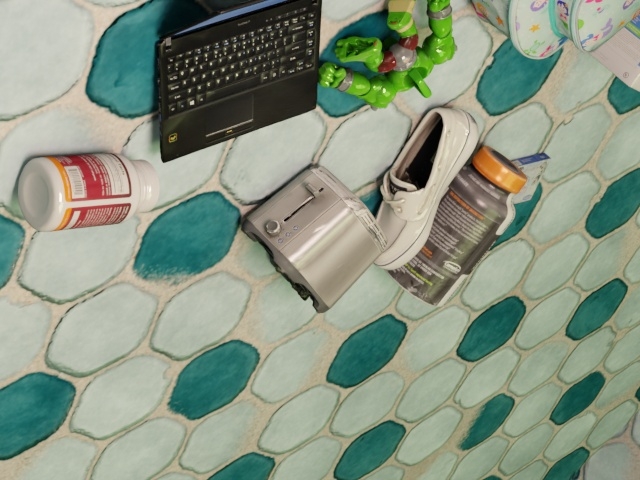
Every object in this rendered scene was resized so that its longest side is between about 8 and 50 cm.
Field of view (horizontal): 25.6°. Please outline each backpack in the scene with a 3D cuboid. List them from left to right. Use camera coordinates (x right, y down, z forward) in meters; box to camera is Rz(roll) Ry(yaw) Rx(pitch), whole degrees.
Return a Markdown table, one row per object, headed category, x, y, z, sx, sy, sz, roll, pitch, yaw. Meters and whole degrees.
| category | x | y | z | sx | sy | sz | roll | pitch | yaw |
| --- | --- | --- | --- | --- | --- | --- | --- | --- | --- |
| backpack | 0.325 | -0.360 | 1.846 | 0.253 | 0.191 | 0.225 | -33 | 151 | -8 |

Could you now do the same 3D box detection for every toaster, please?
| category | x | y | z | sx | sy | sz | roll | pitch | yaw |
| --- | --- | --- | --- | --- | --- | --- | --- | --- | --- |
| toaster | 0.000 | 0.000 | 1.967 | 0.146 | 0.129 | 0.227 | -43 | 148 | -4 |

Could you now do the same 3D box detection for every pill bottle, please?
| category | x | y | z | sx | sy | sz | roll | pitch | yaw |
| --- | --- | --- | --- | --- | --- | --- | --- | --- | --- |
| pill bottle | -0.266 | -0.058 | 1.634 | 0.152 | 0.086 | 0.086 | -7 | 134 | -44 |
| pill bottle | 0.211 | -0.027 | 2.168 | 0.246 | 0.130 | 0.130 | -52 | 148 | 17 |

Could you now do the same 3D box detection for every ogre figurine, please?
| category | x | y | z | sx | sy | sz | roll | pitch | yaw |
| --- | --- | --- | --- | --- | --- | --- | --- | --- | --- |
| ogre figurine | 0.098 | -0.239 | 1.815 | 0.197 | 0.097 | 0.118 | -50 | 138 | -9 |

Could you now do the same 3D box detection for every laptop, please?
| category | x | y | z | sx | sy | sz | roll | pitch | yaw |
| --- | --- | --- | --- | --- | --- | --- | --- | --- | --- |
| laptop | -0.058 | -0.205 | 1.634 | 0.234 | 0.136 | 0.264 | -22 | 134 | -29 |

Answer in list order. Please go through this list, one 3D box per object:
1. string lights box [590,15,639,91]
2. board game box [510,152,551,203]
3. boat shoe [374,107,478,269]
| category | x | y | z | sx | sy | sz | roll | pitch | yaw |
| --- | --- | --- | --- | --- | --- | --- | --- | --- | --- |
| string lights box | 0.510 | -0.361 | 2.090 | 0.076 | 0.133 | 0.260 | 11 | 121 | -53 |
| board game box | 0.328 | -0.098 | 2.319 | 0.090 | 0.020 | 0.090 | -14 | 138 | -39 |
| boat shoe | 0.133 | -0.076 | 2.057 | 0.088 | 0.096 | 0.267 | 9 | 121 | -48 |
